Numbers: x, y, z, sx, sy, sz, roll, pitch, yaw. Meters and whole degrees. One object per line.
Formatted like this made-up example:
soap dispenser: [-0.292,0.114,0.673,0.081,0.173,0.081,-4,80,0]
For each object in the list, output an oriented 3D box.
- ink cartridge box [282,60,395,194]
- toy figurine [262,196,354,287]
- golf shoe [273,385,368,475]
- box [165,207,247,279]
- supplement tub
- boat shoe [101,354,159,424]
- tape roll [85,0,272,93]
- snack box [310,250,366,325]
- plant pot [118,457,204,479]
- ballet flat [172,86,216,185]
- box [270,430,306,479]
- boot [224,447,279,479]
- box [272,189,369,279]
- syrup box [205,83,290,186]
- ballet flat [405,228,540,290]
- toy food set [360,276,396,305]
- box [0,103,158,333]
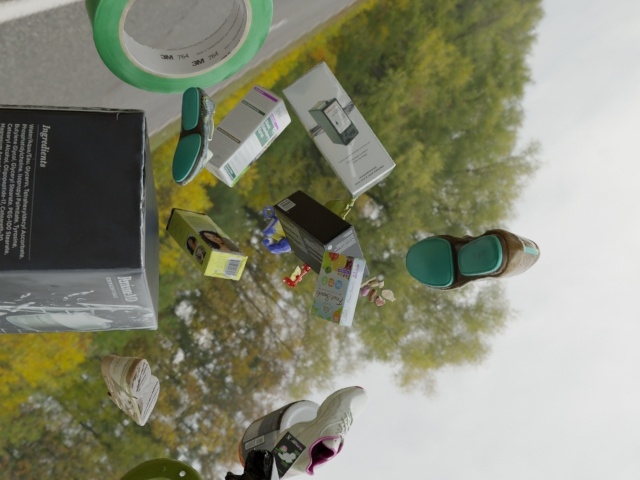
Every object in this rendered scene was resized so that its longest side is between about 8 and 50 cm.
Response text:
ink cartridge box: [0.044,-0.253,1.568,0.121,0.289,0.211,-34,178,3]
toy figurine: [-0.067,-0.061,2.049,0.363,0.217,0.191,-57,-174,-27]
golf shoe: [0.029,0.486,1.677,0.306,0.115,0.140,-33,-150,-30]
box: [-0.243,0.003,1.388,0.232,0.087,0.058,37,-70,49]
supplement tub: [-0.115,0.631,2.056,0.207,0.207,0.338,-50,-174,-39]
boat shoe: [-0.532,0.410,1.852,0.341,0.110,0.122,97,10,-51]
tape roll: [-0.248,-0.404,1.183,0.321,0.077,0.321,-20,153,-11]
snack box: [0.036,0.099,1.383,0.100,0.037,0.141,12,-91,52]
plant pot: [-0.370,0.717,1.601,0.366,0.366,0.353,-49,152,-36]
ballet flat: [-0.211,-0.174,1.144,0.070,0.070,0.189,-23,-123,55]
box: [-0.079,0.439,1.330,0.083,0.052,0.062,-42,167,-39]
boot: [-0.129,0.507,1.127,0.094,0.207,0.246,1,-146,30]
box: [0.000,0.000,1.790,0.103,0.184,0.261,-33,-139,-18]
syrup box: [-0.188,-0.260,1.629,0.237,0.096,0.093,-49,156,-12]
ballet flat: [0.299,0.037,1.294,0.124,0.116,0.342,2,171,-22]
toy food set: [0.156,0.145,1.878,0.078,0.122,0.019,-30,-141,13]
box: [-0.544,-0.012,1.207,0.471,0.298,0.480,-2,162,-11]
